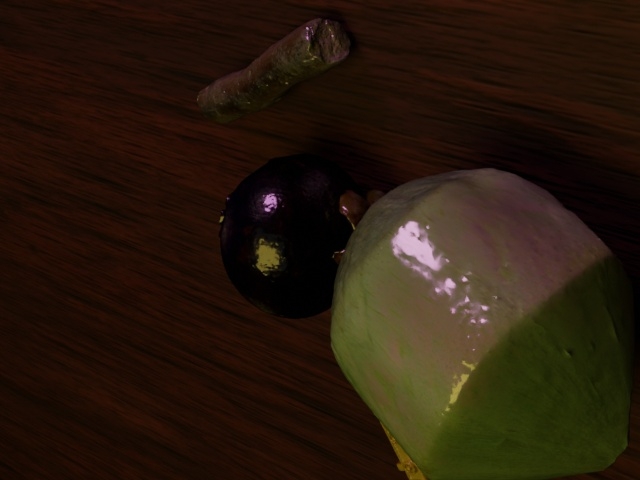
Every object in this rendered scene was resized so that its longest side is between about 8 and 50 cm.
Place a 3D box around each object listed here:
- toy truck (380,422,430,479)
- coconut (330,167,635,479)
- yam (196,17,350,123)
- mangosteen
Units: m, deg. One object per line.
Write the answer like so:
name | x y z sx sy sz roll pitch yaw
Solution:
toy truck | 0.135 0.235 1.470 0.098 0.114 0.227 -7 115 51
coconut | 0.167 0.095 1.171 0.328 0.281 0.328 41 146 36
yam | -0.058 -0.184 1.376 0.253 0.061 0.061 -20 104 54
mangosteen | 0.000 0.000 1.382 0.230 0.194 0.194 10 132 11
